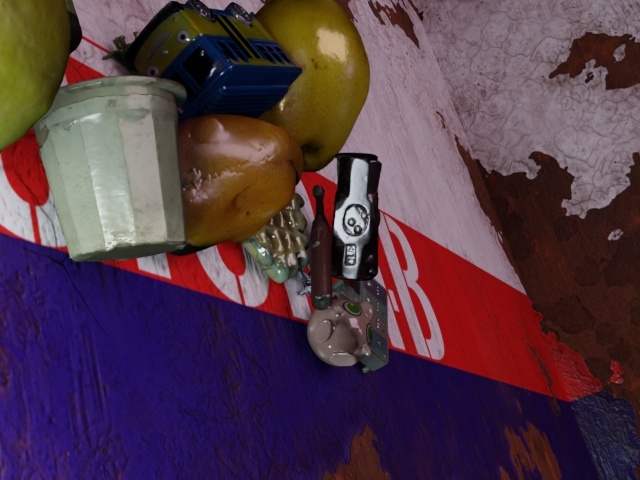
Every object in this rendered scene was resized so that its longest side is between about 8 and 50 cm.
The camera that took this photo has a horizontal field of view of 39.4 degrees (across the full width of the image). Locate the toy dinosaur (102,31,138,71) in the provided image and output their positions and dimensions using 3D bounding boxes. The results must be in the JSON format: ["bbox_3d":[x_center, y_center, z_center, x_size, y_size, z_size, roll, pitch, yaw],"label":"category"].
[{"bbox_3d":[-0.311,-0.299,1.435,0.119,0.029,0.060,-60,132,-64],"label":"toy dinosaur"}]

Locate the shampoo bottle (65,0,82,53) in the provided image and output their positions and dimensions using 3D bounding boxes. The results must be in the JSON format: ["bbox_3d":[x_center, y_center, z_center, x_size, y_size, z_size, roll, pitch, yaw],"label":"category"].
[{"bbox_3d":[-0.408,-0.382,1.210,0.101,0.101,0.283,10,56,-63],"label":"shampoo bottle"}]

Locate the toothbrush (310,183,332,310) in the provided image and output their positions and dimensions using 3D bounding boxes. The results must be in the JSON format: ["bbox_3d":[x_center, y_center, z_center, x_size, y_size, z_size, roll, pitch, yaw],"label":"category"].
[{"bbox_3d":[0.001,0.001,1.649,0.041,0.041,0.364,50,22,-29],"label":"toothbrush"}]

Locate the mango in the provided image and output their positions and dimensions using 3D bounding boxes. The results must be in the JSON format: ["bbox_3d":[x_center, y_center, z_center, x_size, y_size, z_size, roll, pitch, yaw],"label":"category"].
[{"bbox_3d":[-0.151,-0.092,1.319,0.287,0.201,0.153,-13,44,-45],"label":"mango"}]

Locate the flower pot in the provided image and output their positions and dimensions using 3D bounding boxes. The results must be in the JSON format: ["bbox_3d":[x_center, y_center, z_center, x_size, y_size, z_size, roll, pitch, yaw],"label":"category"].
[{"bbox_3d":[-0.261,-0.079,1.121,0.212,0.212,0.202,3,78,-65],"label":"flower pot"}]

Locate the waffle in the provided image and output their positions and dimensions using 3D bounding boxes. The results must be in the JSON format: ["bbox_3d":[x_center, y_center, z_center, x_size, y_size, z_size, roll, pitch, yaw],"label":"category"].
[{"bbox_3d":[-0.116,-0.078,1.571,0.309,0.056,0.292,53,24,-31],"label":"waffle"}]

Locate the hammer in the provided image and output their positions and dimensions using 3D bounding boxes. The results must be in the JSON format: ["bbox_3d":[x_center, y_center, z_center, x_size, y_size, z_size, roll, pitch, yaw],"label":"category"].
[{"bbox_3d":[0.093,-0.049,1.851,0.409,0.095,0.242,-8,100,-81],"label":"hammer"}]

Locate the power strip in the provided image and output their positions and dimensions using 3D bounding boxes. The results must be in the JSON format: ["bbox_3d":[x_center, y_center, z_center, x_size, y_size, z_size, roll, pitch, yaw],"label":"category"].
[{"bbox_3d":[0.070,0.139,1.755,0.145,0.061,0.215,43,28,-26],"label":"power strip"}]

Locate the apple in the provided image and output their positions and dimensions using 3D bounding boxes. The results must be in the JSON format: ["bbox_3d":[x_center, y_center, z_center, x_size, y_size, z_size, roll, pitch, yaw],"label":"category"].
[{"bbox_3d":[-0.385,-0.225,0.915,0.258,0.233,0.295,39,33,-40],"label":"apple"}]

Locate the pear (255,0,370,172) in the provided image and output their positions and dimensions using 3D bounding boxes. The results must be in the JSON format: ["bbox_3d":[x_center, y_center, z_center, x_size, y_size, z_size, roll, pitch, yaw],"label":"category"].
[{"bbox_3d":[-0.028,-0.310,1.736,0.336,0.285,0.285,64,22,9],"label":"pear"}]

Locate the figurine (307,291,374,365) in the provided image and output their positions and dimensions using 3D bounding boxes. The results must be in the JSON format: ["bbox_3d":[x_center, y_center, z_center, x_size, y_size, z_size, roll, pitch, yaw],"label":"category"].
[{"bbox_3d":[0.038,0.158,1.565,0.125,0.125,0.138,61,24,-6],"label":"figurine"}]

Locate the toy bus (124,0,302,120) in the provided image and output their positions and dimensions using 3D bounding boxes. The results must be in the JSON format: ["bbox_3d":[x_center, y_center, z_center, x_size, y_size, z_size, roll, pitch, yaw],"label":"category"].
[{"bbox_3d":[-0.172,-0.293,1.491,0.175,0.138,0.288,51,24,7],"label":"toy bus"}]

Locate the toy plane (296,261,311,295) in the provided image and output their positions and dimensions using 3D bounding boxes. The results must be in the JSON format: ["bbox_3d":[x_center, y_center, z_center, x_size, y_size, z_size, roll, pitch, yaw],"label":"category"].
[{"bbox_3d":[-0.020,0.079,1.647,0.083,0.031,0.078,48,42,-28],"label":"toy plane"}]
